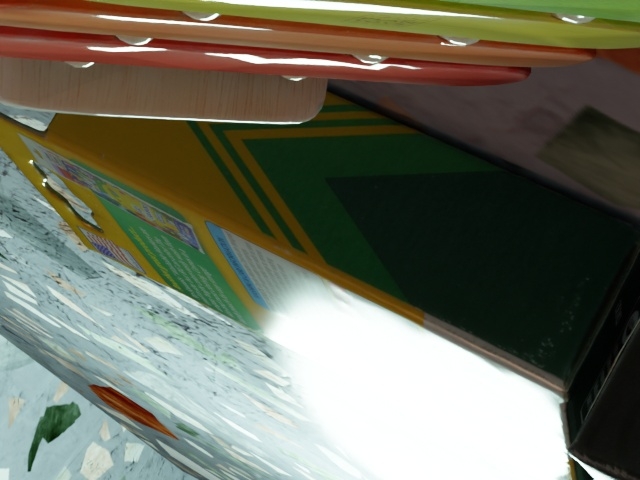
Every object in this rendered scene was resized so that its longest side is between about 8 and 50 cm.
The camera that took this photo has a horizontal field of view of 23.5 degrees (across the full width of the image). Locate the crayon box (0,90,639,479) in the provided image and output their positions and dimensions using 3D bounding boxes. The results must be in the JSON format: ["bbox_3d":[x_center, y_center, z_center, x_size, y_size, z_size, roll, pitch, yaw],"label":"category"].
[{"bbox_3d":[0.000,0.000,0.769,0.323,0.083,0.203,25,165,20],"label":"crayon box"}]

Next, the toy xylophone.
[{"bbox_3d":[-0.013,-0.078,0.359,0.236,0.081,0.323,1,-179,-18],"label":"toy xylophone"}]

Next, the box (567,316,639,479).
[{"bbox_3d":[0.234,0.074,0.413,0.270,0.143,0.165,18,161,43],"label":"box"}]
